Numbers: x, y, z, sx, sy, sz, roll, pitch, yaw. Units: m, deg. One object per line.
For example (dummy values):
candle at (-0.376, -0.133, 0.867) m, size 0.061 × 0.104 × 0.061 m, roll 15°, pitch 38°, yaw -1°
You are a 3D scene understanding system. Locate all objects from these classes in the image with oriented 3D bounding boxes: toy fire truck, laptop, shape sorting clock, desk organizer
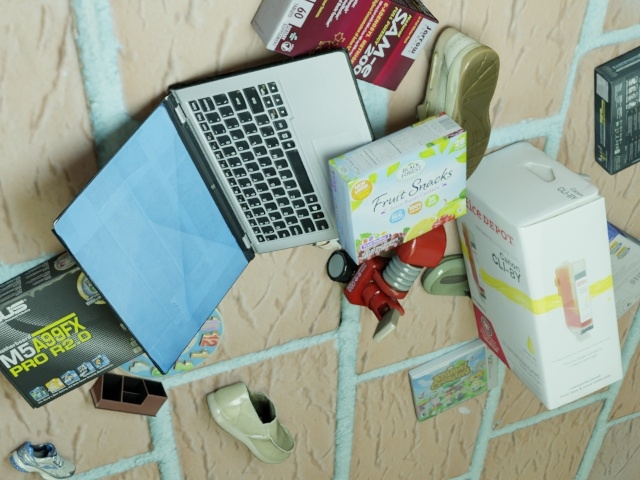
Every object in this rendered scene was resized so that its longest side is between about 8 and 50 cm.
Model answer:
toy fire truck at (0.127, 0.059, 1.570) m, size 0.158 × 0.246 × 0.217 m, roll 12°, pitch 123°, yaw -37°
laptop at (-0.108, -0.027, 1.351) m, size 0.408 × 0.236 × 0.382 m, roll -11°, pitch 139°, yaw 10°
shape sorting clock at (-0.269, 0.172, 1.606) m, size 0.206 × 0.040 × 0.206 m, roll -16°, pitch 135°, yaw -16°
desk organizer at (-0.348, 0.280, 1.659) m, size 0.130 × 0.047 × 0.050 m, roll 19°, pitch 116°, yaw -40°

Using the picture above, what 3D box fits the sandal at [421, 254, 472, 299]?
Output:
sandal at (0.345, 0.084, 1.835) m, size 0.303 × 0.086 × 0.120 m, roll -7°, pitch 132°, yaw -24°

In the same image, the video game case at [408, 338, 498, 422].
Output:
video game case at (0.307, 0.316, 2.078) m, size 0.212 × 0.023 × 0.193 m, roll -23°, pitch 137°, yaw -8°

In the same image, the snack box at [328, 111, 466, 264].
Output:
snack box at (0.123, -0.080, 1.406) m, size 0.207 × 0.070 × 0.174 m, roll -25°, pitch 137°, yaw -17°

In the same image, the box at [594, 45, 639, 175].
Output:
box at (0.598, -0.252, 1.683) m, size 0.183 × 0.059 × 0.232 m, roll -25°, pitch 137°, yaw -6°

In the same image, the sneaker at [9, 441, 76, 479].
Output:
sneaker at (-0.503, 0.407, 1.689) m, size 0.058 × 0.052 × 0.135 m, roll -48°, pitch 136°, yaw 12°

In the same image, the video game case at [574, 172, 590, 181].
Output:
video game case at (0.472, -0.082, 1.806) m, size 0.087 × 0.011 × 0.122 m, roll 4°, pitch 127°, yaw -33°

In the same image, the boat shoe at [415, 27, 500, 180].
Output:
boat shoe at (0.211, -0.202, 1.487) m, size 0.109 × 0.098 × 0.302 m, roll -24°, pitch 141°, yaw -25°

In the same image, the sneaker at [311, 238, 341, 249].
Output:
sneaker at (0.000, 0.000, 1.597) m, size 0.109 × 0.040 × 0.043 m, roll -1°, pitch 132°, yaw -28°

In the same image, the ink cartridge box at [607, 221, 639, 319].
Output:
ink cartridge box at (0.621, 0.065, 1.992) m, size 0.311 × 0.065 × 0.186 m, roll 21°, pitch 117°, yaw -43°

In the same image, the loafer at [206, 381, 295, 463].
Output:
loafer at (-0.120, 0.365, 1.827) m, size 0.092 × 0.102 × 0.268 m, roll -33°, pitch 137°, yaw 11°

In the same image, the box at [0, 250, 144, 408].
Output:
box at (-0.395, 0.128, 1.458) m, size 0.270 × 0.060 × 0.216 m, roll -27°, pitch 129°, yaw -4°

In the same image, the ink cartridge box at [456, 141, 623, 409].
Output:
ink cartridge box at (0.379, 0.057, 1.622) m, size 0.160 × 0.279 × 0.384 m, roll -21°, pitch 119°, yaw -10°

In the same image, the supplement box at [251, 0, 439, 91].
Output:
supplement box at (0.038, -0.310, 1.302) m, size 0.239 × 0.073 × 0.130 m, roll 10°, pitch 125°, yaw -37°
